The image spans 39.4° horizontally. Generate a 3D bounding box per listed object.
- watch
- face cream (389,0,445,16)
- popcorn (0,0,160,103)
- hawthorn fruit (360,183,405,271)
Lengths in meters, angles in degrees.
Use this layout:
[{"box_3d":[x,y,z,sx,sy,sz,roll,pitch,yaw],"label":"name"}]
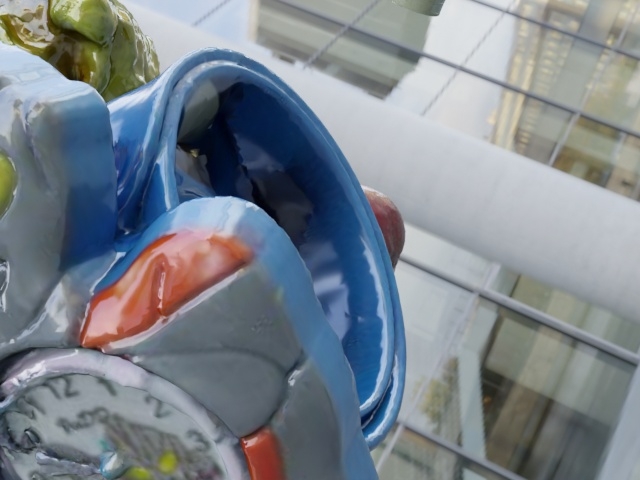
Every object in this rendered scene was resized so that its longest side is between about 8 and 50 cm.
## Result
[{"box_3d":[-0.089,0.005,0.494,0.305,0.241,0.274,62,-153,-16],"label":"watch"},{"box_3d":[0.132,-0.346,0.907,0.114,0.070,0.224,-35,-29,-60],"label":"face cream"},{"box_3d":[-0.315,-0.183,0.990,0.250,0.235,0.242,-39,-29,0],"label":"popcorn"},{"box_3d":[0.000,0.000,1.123,0.179,0.200,0.179,-54,-19,-29],"label":"hawthorn fruit"}]
